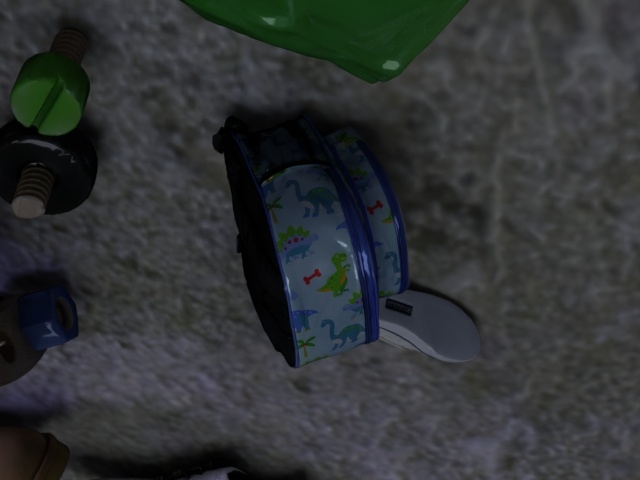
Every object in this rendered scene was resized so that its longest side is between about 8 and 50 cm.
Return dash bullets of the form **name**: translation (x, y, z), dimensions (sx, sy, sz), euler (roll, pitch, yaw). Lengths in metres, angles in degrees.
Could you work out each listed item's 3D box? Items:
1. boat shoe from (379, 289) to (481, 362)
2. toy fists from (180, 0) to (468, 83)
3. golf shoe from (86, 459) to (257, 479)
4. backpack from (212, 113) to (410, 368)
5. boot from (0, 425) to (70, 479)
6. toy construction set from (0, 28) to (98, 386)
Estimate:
- **boat shoe**: translation (0.050, 0.049, 0.658), dimensions (0.100, 0.035, 0.035), euler (21, 160, -17)
- **toy fists**: translation (0.031, -0.187, 0.395), dimensions (0.142, 0.096, 0.279), euler (22, 131, -27)
- **golf shoe**: translation (-0.101, 0.192, 0.791), dimensions (0.198, 0.077, 0.094), euler (11, 123, -12)
- **backpack**: translation (0.000, 0.000, 0.558), dimensions (0.084, 0.114, 0.105), euler (-14, 131, -6)
- **boot**: translation (-0.336, 0.114, 0.717), dimensions (0.236, 0.089, 0.269), euler (-21, 127, 34)
- **toy construction set**: translation (-0.276, 0.050, 0.538), dimensions (0.309, 0.237, 0.257), euler (4, 133, -3)
